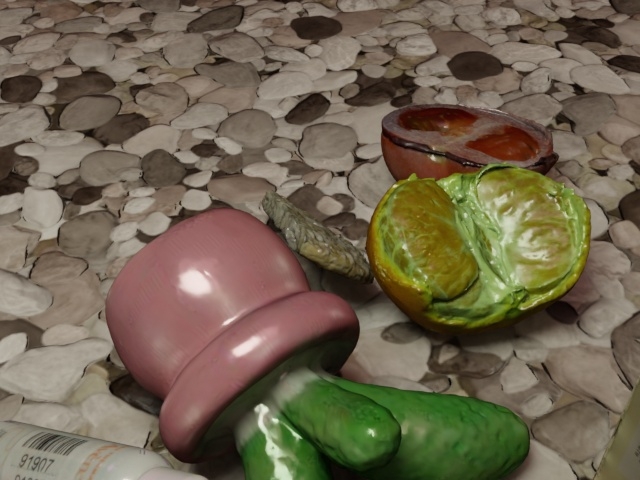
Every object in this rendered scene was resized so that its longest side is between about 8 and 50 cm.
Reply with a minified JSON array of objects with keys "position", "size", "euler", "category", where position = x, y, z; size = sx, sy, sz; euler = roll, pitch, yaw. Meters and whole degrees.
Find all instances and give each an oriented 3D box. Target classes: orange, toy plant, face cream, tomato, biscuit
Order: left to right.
[{"position":[-0.198,0.207,0.674],"size":[0.269,0.082,0.082],"euler":[-2,37,37],"category":"face cream"},{"position":[-0.017,0.132,0.734],"size":[0.317,0.210,0.356],"euler":[-30,62,-29],"category":"toy plant"},{"position":[0.003,0.002,0.925],"size":[0.133,0.032,0.250],"euler":[31,5,-18],"category":"biscuit"},{"position":[0.191,-0.100,1.040],"size":[0.228,0.112,0.199],"euler":[26,37,32],"category":"tomato"},{"position":[0.168,0.016,0.878],"size":[0.237,0.158,0.179],"euler":[-13,59,-12],"category":"orange"}]

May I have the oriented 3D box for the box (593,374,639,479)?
[{"position":[0.347,0.146,0.691],"size":[0.168,0.211,0.095],"euler":[-25,48,-23],"category":"box"}]
